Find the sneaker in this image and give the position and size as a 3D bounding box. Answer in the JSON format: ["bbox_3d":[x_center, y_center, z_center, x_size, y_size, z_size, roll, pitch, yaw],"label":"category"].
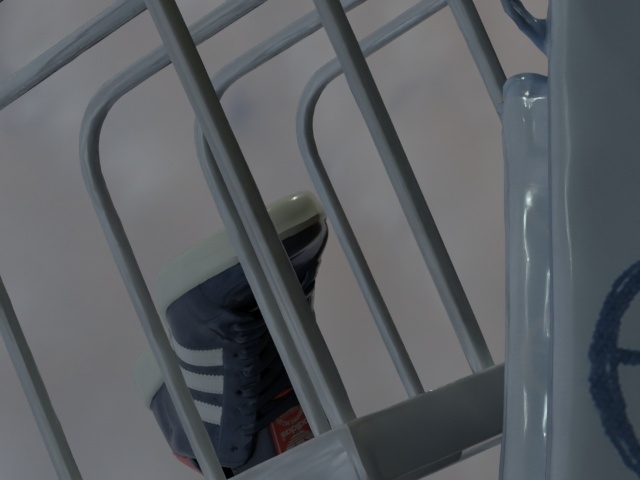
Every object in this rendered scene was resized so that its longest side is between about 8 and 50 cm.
[{"bbox_3d":[-0.039,0.088,1.383,0.148,0.131,0.350,59,161,15],"label":"sneaker"}]

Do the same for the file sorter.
[{"bbox_3d":[0.000,0.000,0.650,0.278,0.193,0.173,-14,-102,-51],"label":"file sorter"}]

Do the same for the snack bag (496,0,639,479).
[{"bbox_3d":[0.206,-0.024,0.552,0.037,0.323,0.342,102,173,-56],"label":"snack bag"}]
